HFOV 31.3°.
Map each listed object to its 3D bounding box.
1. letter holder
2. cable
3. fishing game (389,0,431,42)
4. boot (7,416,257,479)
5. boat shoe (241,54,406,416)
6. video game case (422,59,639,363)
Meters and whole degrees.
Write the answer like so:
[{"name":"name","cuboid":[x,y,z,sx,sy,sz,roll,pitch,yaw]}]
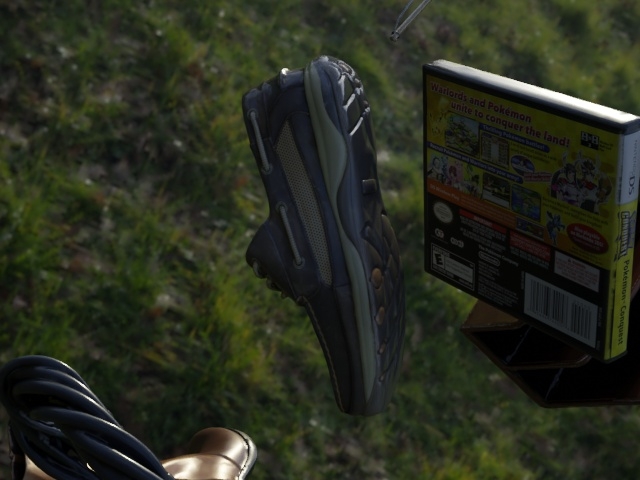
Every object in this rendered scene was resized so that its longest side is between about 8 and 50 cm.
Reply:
[{"name":"letter holder","cuboid":[0.340,0.028,1.305,0.152,0.302,0.214,43,-23,-16]},{"name":"cable","cuboid":[-0.086,0.127,0.543,0.184,0.047,0.150,51,-15,-20]},{"name":"fishing game","cuboid":[0.084,-0.378,1.356,0.041,0.264,0.189,15,52,33]},{"name":"boot","cuboid":[-0.210,0.251,1.252,0.280,0.096,0.264,19,17,-18]},{"name":"boat shoe","cuboid":[0.000,0.000,1.138,0.130,0.355,0.132,-9,-3,19]},{"name":"video game case","cuboid":[0.205,-0.037,1.168,0.035,0.248,0.275,-20,30,-31]}]
